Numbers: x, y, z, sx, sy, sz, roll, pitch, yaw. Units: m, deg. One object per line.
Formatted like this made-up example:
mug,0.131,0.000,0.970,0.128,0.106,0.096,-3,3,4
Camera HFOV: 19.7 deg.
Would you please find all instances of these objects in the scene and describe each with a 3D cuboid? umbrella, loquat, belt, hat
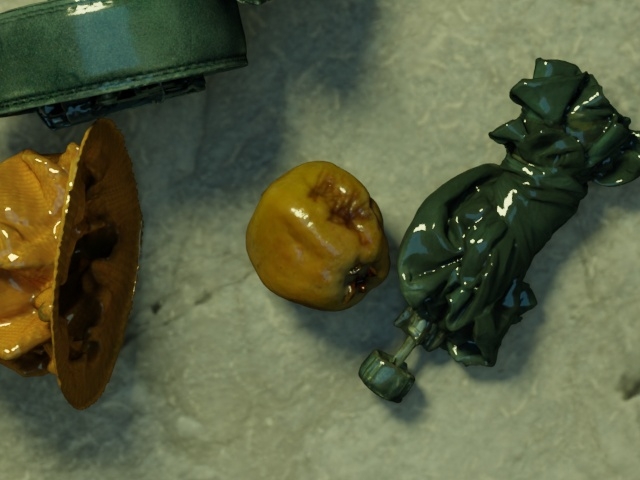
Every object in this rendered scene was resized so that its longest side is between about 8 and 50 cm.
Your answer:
umbrella,0.153,0.003,1.659,0.143,0.094,0.349,39,98,4
loquat,0.000,0.000,1.654,0.137,0.113,0.137,-5,74,19
belt,-0.197,-0.162,1.607,0.267,0.206,0.116,-11,95,8
hat,-0.302,0.008,1.633,0.233,0.233,0.244,5,129,13

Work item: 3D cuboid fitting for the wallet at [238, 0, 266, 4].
wallet,-0.130,-0.355,1.596,0.342,0.237,0.075,38,136,0
